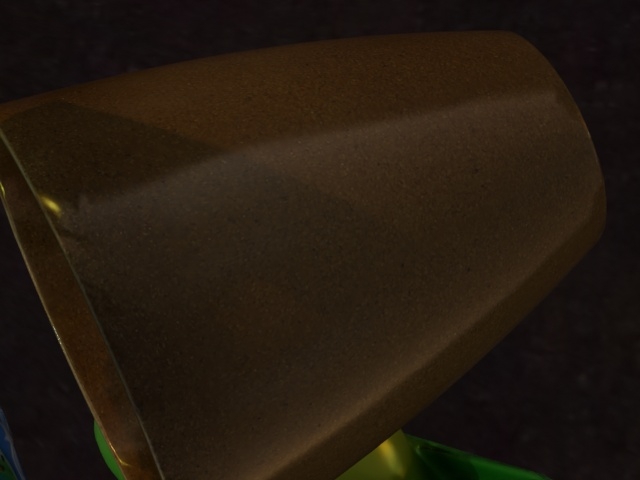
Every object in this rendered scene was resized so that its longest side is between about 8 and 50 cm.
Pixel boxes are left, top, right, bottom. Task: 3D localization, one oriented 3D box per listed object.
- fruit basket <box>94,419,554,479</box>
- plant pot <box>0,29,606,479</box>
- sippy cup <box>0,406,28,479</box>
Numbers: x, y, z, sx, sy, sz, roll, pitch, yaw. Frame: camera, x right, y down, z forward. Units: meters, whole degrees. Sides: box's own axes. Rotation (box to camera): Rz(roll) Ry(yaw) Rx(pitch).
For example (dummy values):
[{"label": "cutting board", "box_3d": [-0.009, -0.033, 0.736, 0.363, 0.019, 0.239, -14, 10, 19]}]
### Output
[{"label": "fruit basket", "box_3d": [0.013, 0.218, 1.069, 0.392, 0.392, 0.283, 13, 87, -25]}, {"label": "plant pot", "box_3d": [0.000, 0.000, 0.816, 0.254, 0.237, 0.237, -24, 108, -12]}, {"label": "sippy cup", "box_3d": [-0.186, 0.120, 0.559, 0.240, 0.224, 0.305, -34, 144, -10]}]
